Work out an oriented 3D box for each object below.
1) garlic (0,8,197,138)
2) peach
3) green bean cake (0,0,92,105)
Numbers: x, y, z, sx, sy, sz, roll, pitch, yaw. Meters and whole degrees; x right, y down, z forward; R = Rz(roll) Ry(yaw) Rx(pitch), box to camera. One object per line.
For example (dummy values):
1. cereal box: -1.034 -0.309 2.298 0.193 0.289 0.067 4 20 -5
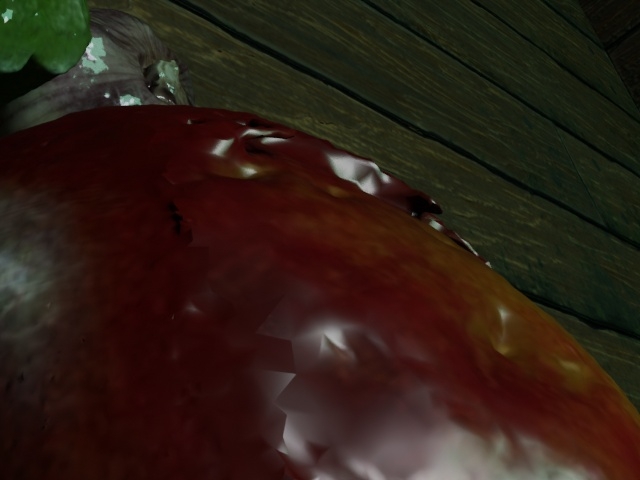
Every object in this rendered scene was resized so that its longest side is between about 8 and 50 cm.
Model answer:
1. garlic: -0.132 -0.086 0.852 0.159 0.102 0.147 27 35 -49
2. peach: -0.052 0.128 0.546 0.416 0.353 0.339 21 -10 38
3. green bean cake: -0.244 -0.192 0.699 0.222 0.124 0.248 5 71 -54
